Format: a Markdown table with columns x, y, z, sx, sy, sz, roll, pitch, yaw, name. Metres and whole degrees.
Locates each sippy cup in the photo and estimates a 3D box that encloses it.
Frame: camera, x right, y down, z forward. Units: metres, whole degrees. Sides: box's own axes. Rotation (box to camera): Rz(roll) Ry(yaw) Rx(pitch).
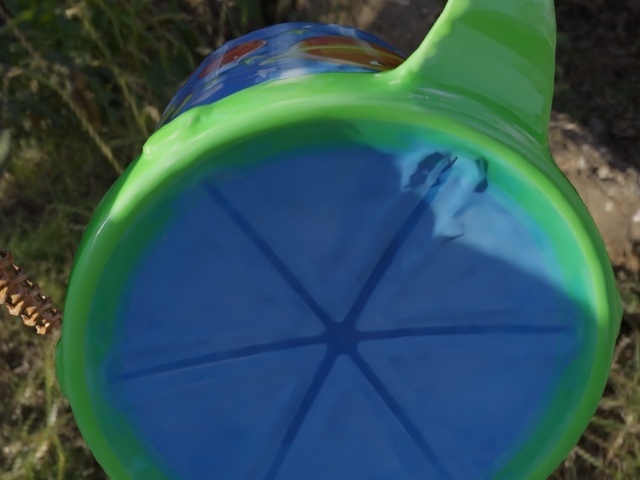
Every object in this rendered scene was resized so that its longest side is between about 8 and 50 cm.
| x | y | z | sx | sy | sz | roll | pitch | yaw | name |
| --- | --- | --- | --- | --- | --- | --- | --- | --- | --- |
| 0.000 | 0.000 | 0.571 | 0.305 | 0.240 | 0.224 | -28 | 26 | 8 | sippy cup |

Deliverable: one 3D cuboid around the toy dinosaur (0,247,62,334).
| x | y | z | sx | sy | sz | roll | pitch | yaw | name |
| --- | --- | --- | --- | --- | --- | --- | --- | --- | --- |
| -0.333 | -0.043 | 0.864 | 0.164 | 0.322 | 0.218 | -26 | -4 | -12 | toy dinosaur |
